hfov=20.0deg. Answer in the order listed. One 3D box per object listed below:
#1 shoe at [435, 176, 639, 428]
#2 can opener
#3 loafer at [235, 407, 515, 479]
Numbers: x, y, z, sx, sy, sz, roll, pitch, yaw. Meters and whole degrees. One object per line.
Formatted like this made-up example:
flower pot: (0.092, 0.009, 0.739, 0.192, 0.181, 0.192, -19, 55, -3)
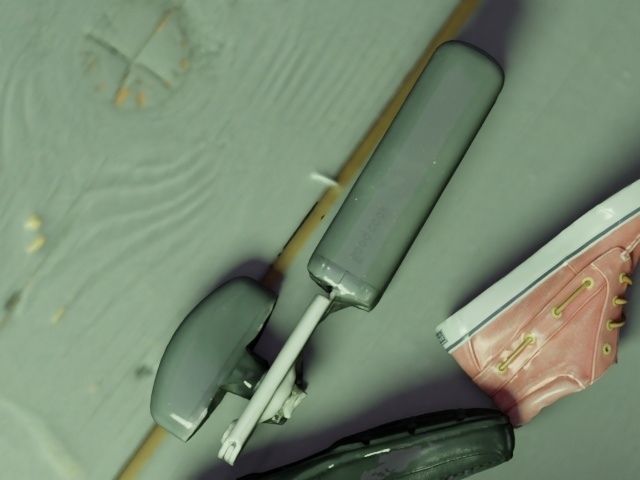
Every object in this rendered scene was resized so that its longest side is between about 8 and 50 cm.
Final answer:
shoe: (0.160, 0.032, 1.064, 0.178, 0.063, 0.081, -37, 86, 3)
can opener: (0.000, 0.000, 1.063, 0.095, 0.076, 0.283, 30, 85, 4)
loafer: (0.011, 0.158, 1.050, 0.223, 0.076, 0.078, -21, 89, 4)
